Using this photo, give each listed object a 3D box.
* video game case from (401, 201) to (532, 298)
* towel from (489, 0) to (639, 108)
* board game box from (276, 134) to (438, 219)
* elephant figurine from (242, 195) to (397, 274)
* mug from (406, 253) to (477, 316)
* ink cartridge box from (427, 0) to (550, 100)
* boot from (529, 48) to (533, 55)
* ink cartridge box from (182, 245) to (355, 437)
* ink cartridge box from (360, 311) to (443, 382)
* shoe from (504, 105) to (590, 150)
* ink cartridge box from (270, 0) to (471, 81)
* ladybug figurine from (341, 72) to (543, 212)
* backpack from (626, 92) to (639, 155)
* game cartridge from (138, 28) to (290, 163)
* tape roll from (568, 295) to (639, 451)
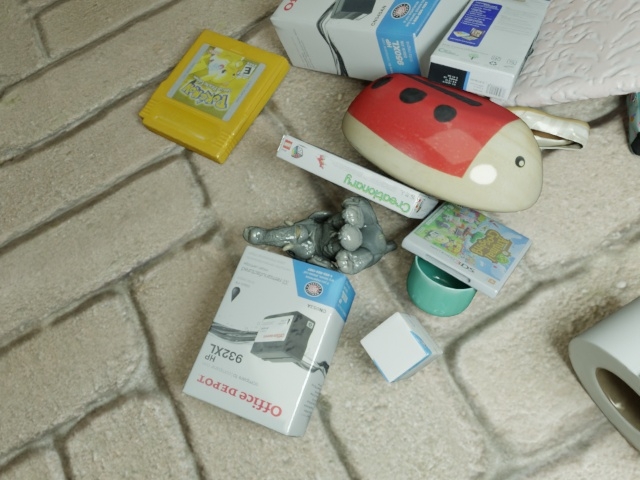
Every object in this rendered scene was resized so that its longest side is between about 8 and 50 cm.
[{"bbox_3d":[0.290,0.005,0.990,0.193,0.023,0.212,32,42,21],"label":"video game case"},{"bbox_3d":[0.553,-0.418,1.077,0.332,0.053,0.316,3,63,50],"label":"towel"},{"bbox_3d":[0.082,-0.129,1.056,0.305,0.193,0.053,27,101,21],"label":"board game box"},{"bbox_3d":[0.000,0.000,1.049,0.240,0.185,0.169,-10,26,34],"label":"elephant figurine"},{"bbox_3d":[0.245,0.085,0.979,0.158,0.097,0.129,5,39,-10],"label":"mug"},{"bbox_3d":[0.357,-0.419,1.056,0.166,0.065,0.332,22,55,19],"label":"ink cartridge box"},{"bbox_3d":[0.375,-0.437,1.172,0.137,0.077,0.197,-38,62,10],"label":"boot"},{"bbox_3d":[-0.092,0.193,0.989,0.223,0.129,0.307,16,72,17],"label":"ink cartridge box"},{"bbox_3d":[0.155,0.198,0.940,0.090,0.143,0.092,-41,65,12],"label":"ink cartridge box"},{"bbox_3d":[0.461,-0.237,1.090,0.219,0.076,0.058,12,65,14],"label":"shoe"},{"bbox_3d":[0.125,-0.540,1.196,0.395,0.166,0.285,22,72,31],"label":"ink cartridge box"},{"bbox_3d":[0.238,-0.214,1.014,0.449,0.161,0.305,32,37,27],"label":"ladybug figurine"},{"bbox_3d":[0.715,-0.276,1.022,0.166,0.144,0.188,-1,64,17],"label":"backpack"},{"bbox_3d":[-0.280,-0.382,1.312,0.285,0.052,0.323,26,74,20],"label":"game cartridge"},{"bbox_3d":[0.545,0.213,0.793,0.169,0.246,0.246,-31,65,-3],"label":"tape roll"}]
